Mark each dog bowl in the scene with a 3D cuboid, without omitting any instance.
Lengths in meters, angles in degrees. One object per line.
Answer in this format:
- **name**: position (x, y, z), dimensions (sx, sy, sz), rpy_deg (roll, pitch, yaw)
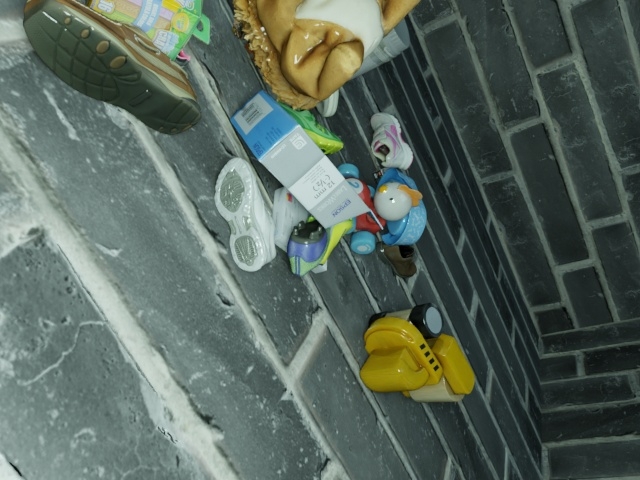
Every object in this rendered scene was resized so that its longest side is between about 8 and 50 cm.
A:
- **dog bowl**: position (0.252, -0.102, 1.621), dimensions (0.074, 0.166, 0.297), rpy_deg (14, 38, -19)

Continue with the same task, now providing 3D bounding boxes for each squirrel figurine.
- **squirrel figurine**: position (-0.071, -0.456, 0.965), dimensions (0.370, 0.397, 0.281), rpy_deg (44, 68, -13)

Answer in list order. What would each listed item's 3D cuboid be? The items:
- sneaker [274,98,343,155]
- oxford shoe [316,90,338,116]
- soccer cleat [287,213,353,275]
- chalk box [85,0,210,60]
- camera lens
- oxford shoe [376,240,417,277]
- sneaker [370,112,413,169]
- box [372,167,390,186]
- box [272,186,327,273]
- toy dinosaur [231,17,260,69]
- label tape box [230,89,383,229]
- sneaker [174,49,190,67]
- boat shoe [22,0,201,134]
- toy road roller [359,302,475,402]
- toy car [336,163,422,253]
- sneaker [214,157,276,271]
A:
- **sneaker**: position (-0.033, -0.297, 1.353), dimensions (0.295, 0.109, 0.124), rpy_deg (11, 68, -57)
- **oxford shoe**: position (-0.050, -0.576, 1.481), dimensions (0.130, 0.169, 0.449), rpy_deg (-18, 99, -20)
- **soccer cleat**: position (-0.001, 0.000, 1.213), dimensions (0.289, 0.093, 0.121), rpy_deg (-34, 135, -63)
- **chalk box**: position (-0.288, -0.423, 0.906), dimensions (0.213, 0.132, 0.132), rpy_deg (13, 60, -35)
- **camera lens**: position (0.123, -0.656, 1.652), dimensions (0.219, 0.274, 0.219), rpy_deg (36, 45, -47)
- **oxford shoe**: position (0.278, 0.063, 1.696), dimensions (0.227, 0.096, 0.083), rpy_deg (35, 44, -49)
- **sneaker**: position (0.235, -0.365, 1.853), dimensions (0.111, 0.103, 0.252), rpy_deg (-8, 59, -29)
- **box**: position (0.256, -0.161, 1.844), dimensions (0.114, 0.036, 0.207), rpy_deg (-32, 102, -60)
- **box**: position (-0.047, -0.023, 1.247), dimensions (0.186, 0.038, 0.145), rpy_deg (40, 43, -45)
- **toy dinosaur**: position (-0.089, -0.459, 1.301), dimensions (0.218, 0.164, 0.322), rpy_deg (35, 24, 28)
- **label tape box**: position (-0.030, -0.151, 1.162), dimensions (0.348, 0.115, 0.249), rpy_deg (47, 4, -39)
- **sneaker**: position (-0.300, -0.393, 1.006), dimensions (0.119, 0.057, 0.047), rpy_deg (57, 34, -22)
- **boat shoe**: position (-0.332, -0.298, 0.852), dimensions (0.324, 0.122, 0.120), rpy_deg (35, 40, -59)
- **toy road roller**: position (0.242, 0.346, 1.382), dimensions (0.330, 0.202, 0.240), rpy_deg (57, 44, -15)
- **toy car**: position (0.169, -0.117, 1.464), dimensions (0.210, 0.238, 0.219), rpy_deg (44, 39, -40)
- **sneaker**: position (-0.147, -0.055, 1.063), dimensions (0.115, 0.090, 0.232), rpy_deg (-15, 96, -67)
